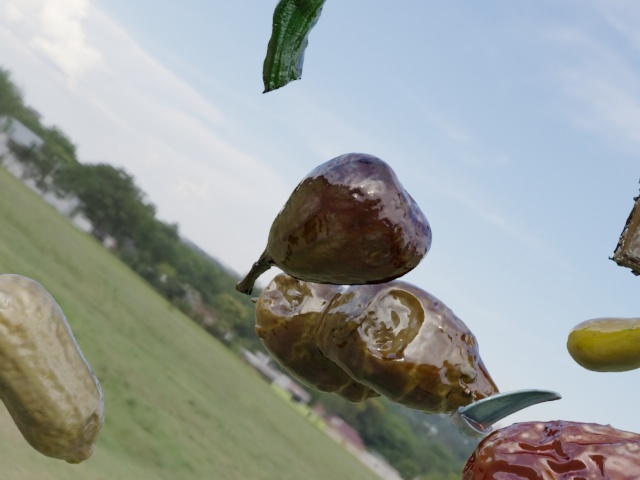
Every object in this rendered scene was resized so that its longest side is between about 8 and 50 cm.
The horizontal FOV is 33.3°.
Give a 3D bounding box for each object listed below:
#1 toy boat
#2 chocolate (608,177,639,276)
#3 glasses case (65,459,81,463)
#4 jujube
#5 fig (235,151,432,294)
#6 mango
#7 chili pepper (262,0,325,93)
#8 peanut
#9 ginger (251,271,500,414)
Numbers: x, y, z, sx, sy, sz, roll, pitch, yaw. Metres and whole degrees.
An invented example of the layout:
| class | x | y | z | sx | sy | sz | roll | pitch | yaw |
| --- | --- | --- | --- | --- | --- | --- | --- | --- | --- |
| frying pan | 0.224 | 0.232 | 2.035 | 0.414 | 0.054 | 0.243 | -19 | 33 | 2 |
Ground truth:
| class | x | y | z | sx | sy | sz | roll | pitch | yaw |
| --- | --- | --- | --- | --- | --- | --- | --- | --- | --- |
| toy boat | 0.220 | 0.195 | 1.271 | 0.096 | 0.122 | 0.034 | 30 | 35 | -50 |
| chocolate | 0.720 | -0.083 | 2.270 | 0.102 | 0.329 | 0.065 | 23 | -3 | -12 |
| glasses case | -0.356 | 0.190 | 1.378 | 0.079 | 0.064 | 0.234 | -102 | 174 | -56 |
| jujube | 0.275 | 0.275 | 1.124 | 0.251 | 0.174 | 0.174 | -3 | -26 | 24 |
| fig | 0.000 | -0.001 | 1.302 | 0.170 | 0.274 | 0.145 | 38 | 38 | -40 |
| mango | 0.419 | 0.143 | 1.498 | 0.103 | 0.076 | 0.161 | 23 | -26 | -29 |
| chili pepper | -0.050 | -0.345 | 1.811 | 0.098 | 0.224 | 0.061 | -14 | 50 | -41 |
| peanut | -0.308 | 0.141 | 1.156 | 0.110 | 0.120 | 0.236 | -68 | 141 | -55 |
| ginger | 0.084 | 0.165 | 1.513 | 0.358 | 0.152 | 0.274 | 7 | -38 | 33 |
